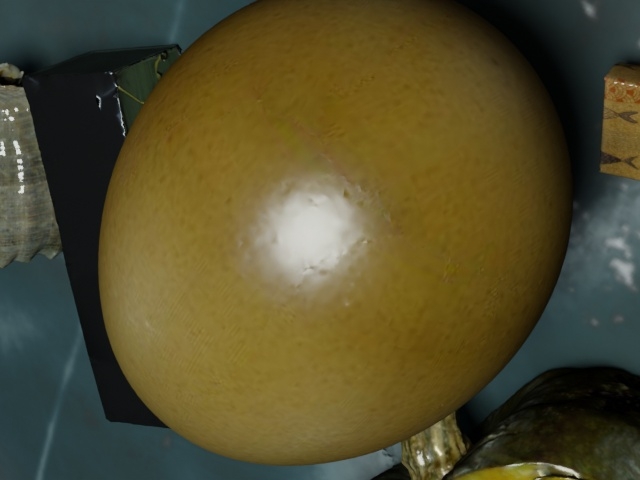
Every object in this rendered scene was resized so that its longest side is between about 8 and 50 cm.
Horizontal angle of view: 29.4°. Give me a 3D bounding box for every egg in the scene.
[{"bbox_3d":[0.000,0.000,0.703,0.250,0.250,0.322,43,131,8],"label":"egg"}]

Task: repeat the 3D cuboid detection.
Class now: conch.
[{"bbox_3d":[-0.245,-0.049,0.929,0.207,0.155,0.130,-59,33,30],"label":"conch"}]

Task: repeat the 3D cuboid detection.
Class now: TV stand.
[{"bbox_3d":[-0.131,-0.001,0.887,0.088,0.083,0.269,1,111,32],"label":"TV stand"}]

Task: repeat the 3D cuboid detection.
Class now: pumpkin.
[{"bbox_3d":[0.110,0.195,0.800,0.317,0.139,0.222,-35,94,40],"label":"pumpkin"}]

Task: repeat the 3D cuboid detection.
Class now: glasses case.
[{"bbox_3d":[0.240,-0.055,0.663,0.170,0.041,0.064,14,129,25],"label":"glasses case"}]
